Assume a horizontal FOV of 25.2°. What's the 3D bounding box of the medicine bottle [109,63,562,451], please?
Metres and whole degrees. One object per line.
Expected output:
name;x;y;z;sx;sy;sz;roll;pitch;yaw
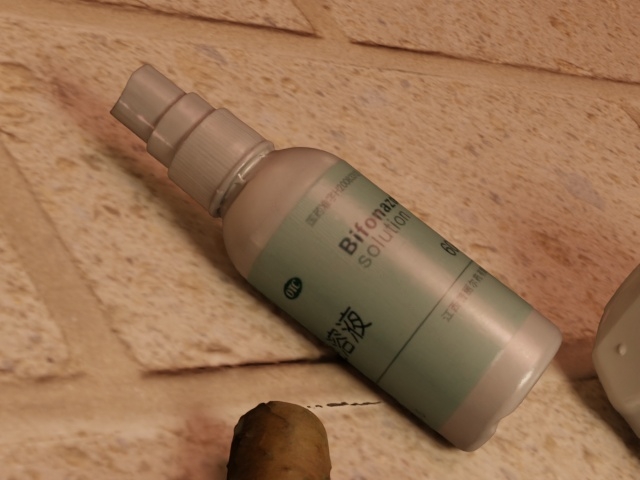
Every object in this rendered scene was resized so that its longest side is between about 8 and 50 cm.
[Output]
medicine bottle;0.000;0.000;1.003;0.352;0.110;0.110;38;29;6

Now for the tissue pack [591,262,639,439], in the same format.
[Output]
tissue pack;0.389;0.133;1.084;0.236;0.229;0.333;8;40;-40

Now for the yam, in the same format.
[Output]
yam;-0.030;0.197;0.720;0.067;0.071;0.317;24;31;-11
